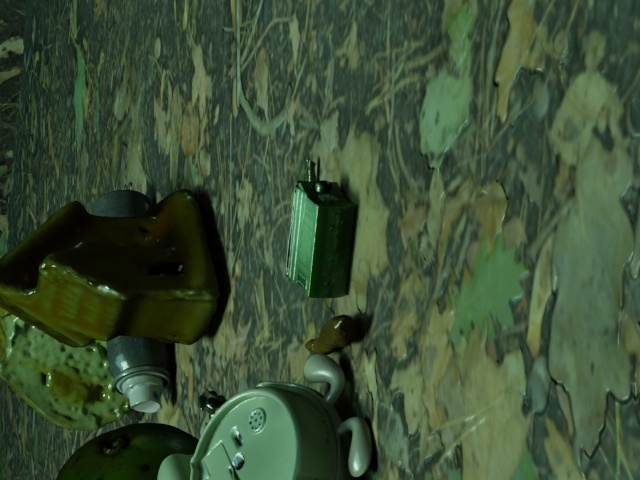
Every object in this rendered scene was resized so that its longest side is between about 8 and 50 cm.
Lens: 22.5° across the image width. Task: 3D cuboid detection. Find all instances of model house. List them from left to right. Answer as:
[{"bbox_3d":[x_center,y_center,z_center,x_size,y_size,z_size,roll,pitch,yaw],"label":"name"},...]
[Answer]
[{"bbox_3d":[-0.243,0.027,1.697,0.268,0.239,0.173,158,112,-72],"label":"model house"}]

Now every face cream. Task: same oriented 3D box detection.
[{"bbox_3d":[-0.223,0.072,1.906,0.073,0.073,0.284,115,150,-53],"label":"face cream"}]

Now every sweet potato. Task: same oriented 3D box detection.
[{"bbox_3d":[0.011,0.074,1.244,0.115,0.026,0.026,129,138,-71],"label":"sweet potato"}]

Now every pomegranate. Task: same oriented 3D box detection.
[{"bbox_3d":[-0.172,0.295,1.600,0.187,0.187,0.225,-133,30,-65],"label":"pomegranate"}]

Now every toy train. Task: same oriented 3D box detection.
[{"bbox_3d":[0.000,0.000,1.255,0.056,0.038,0.093,-134,47,-63],"label":"toy train"}]

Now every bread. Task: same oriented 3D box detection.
[{"bbox_3d":[-0.333,0.125,2.080,0.196,0.238,0.252,-50,22,-7],"label":"bread"}]

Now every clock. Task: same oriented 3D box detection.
[{"bbox_3d":[-0.040,0.181,1.247,0.191,0.062,0.151,-48,43,20],"label":"clock"}]

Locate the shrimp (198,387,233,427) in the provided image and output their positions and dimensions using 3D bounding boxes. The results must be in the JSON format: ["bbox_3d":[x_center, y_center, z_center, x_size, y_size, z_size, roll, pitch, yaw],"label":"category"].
[{"bbox_3d":[-0.049,0.225,1.387,0.254,0.059,0.145,-139,41,-61],"label":"shrimp"}]

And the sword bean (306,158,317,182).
[{"bbox_3d":[-0.007,-0.026,1.323,0.012,0.012,0.083,175,94,-73],"label":"sword bean"}]
